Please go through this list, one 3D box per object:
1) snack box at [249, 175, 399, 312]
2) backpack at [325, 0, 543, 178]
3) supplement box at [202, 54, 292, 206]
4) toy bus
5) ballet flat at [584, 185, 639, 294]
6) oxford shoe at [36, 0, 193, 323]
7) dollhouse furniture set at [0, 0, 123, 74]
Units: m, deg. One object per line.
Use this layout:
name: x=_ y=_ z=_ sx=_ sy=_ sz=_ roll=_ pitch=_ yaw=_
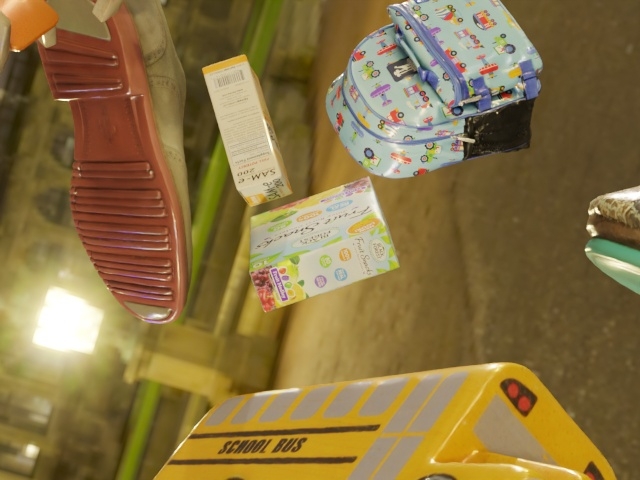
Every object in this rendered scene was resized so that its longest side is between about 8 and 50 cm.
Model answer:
snack box: x=0.000 y=0.000 z=1.019 sx=0.141 sy=0.100 sz=0.037 roll=-98 pitch=-13 yaw=-73
backpack: x=0.096 y=-0.143 z=1.274 sx=0.117 sy=0.173 sz=0.158 roll=92 pitch=156 yaw=-56
supplement box: x=-0.054 y=-0.081 z=1.043 sx=0.062 sy=0.036 sz=0.098 roll=57 pitch=-164 yaw=-78
toy bus: x=0.031 y=0.142 z=0.696 sx=0.130 sy=0.108 sz=0.332 roll=-49 pitch=18 yaw=-29
ballet flat: x=0.354 y=0.058 z=0.637 sx=0.182 sy=0.483 sz=0.164 roll=-54 pitch=-35 yaw=3
oxford shoe: x=-0.160 y=-0.090 z=1.302 sx=0.130 sy=0.123 sz=0.348 roll=-44 pitch=-44 yaw=-51
dollhouse furniture set: x=-0.201 y=-0.285 z=0.984 sx=0.262 sy=0.259 sz=0.135 roll=-42 pitch=-3 yaw=-26
